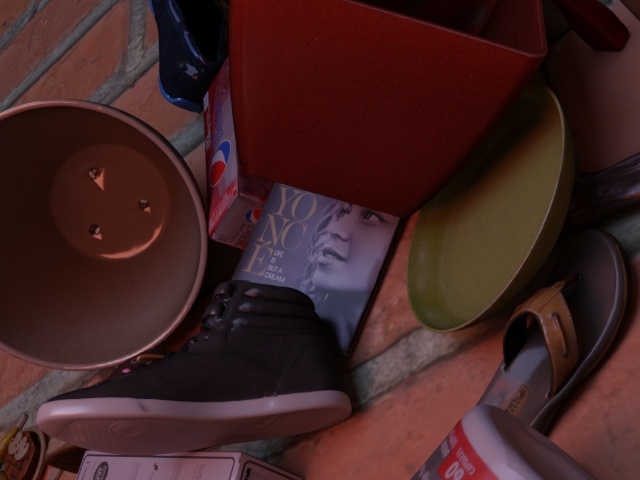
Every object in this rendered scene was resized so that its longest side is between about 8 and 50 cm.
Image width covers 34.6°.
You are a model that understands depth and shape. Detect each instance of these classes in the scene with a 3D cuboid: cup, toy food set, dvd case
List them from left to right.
[{"bbox_3d":[-0.425,0.316,1.417,0.192,0.038,0.132,25,84,55],"label":"toy food set"},{"bbox_3d":[-0.295,-0.028,1.325,0.331,0.331,0.237,-50,8,11],"label":"cup"},{"bbox_3d":[0.000,0.000,1.105,0.164,0.018,0.221,16,75,30],"label":"dvd case"},{"bbox_3d":[0.255,-0.254,0.965,0.232,0.104,0.111,24,84,55],"label":"toy food set"}]

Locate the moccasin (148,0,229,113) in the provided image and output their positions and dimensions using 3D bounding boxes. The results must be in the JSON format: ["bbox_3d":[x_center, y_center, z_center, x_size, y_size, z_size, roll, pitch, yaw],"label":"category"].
[{"bbox_3d":[-0.179,-0.348,1.556,0.117,0.137,0.342,-44,48,42],"label":"moccasin"}]

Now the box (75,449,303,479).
[{"bbox_3d":[-0.160,0.308,1.060,0.290,0.087,0.169,-13,54,46],"label":"box"}]

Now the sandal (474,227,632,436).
[{"bbox_3d":[0.177,0.085,0.842,0.219,0.060,0.090,-56,35,3],"label":"sandal"}]

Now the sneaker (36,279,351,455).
[{"bbox_3d":[-0.125,0.120,1.005,0.105,0.295,0.147,105,158,-59],"label":"sneaker"}]

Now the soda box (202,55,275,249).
[{"bbox_3d":[-0.086,-0.107,1.271,0.083,0.092,0.263,-51,32,37],"label":"soda box"}]

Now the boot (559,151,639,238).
[{"bbox_3d":[0.250,-0.064,0.889,0.114,0.037,0.106,-28,51,36],"label":"boot"}]

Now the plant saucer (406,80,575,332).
[{"bbox_3d":[0.156,-0.025,0.926,0.241,0.037,0.241,-53,24,37],"label":"plant saucer"}]

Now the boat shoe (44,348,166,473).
[{"bbox_3d":[-0.201,0.178,1.186,0.342,0.123,0.123,-30,44,43],"label":"boat shoe"}]

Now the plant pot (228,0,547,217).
[{"bbox_3d":[0.043,-0.181,0.995,0.267,0.267,0.236,-79,7,-50],"label":"plant pot"}]

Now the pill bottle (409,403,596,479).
[{"bbox_3d":[0.083,0.271,0.727,0.283,0.161,0.161,-52,35,9],"label":"pill bottle"}]
